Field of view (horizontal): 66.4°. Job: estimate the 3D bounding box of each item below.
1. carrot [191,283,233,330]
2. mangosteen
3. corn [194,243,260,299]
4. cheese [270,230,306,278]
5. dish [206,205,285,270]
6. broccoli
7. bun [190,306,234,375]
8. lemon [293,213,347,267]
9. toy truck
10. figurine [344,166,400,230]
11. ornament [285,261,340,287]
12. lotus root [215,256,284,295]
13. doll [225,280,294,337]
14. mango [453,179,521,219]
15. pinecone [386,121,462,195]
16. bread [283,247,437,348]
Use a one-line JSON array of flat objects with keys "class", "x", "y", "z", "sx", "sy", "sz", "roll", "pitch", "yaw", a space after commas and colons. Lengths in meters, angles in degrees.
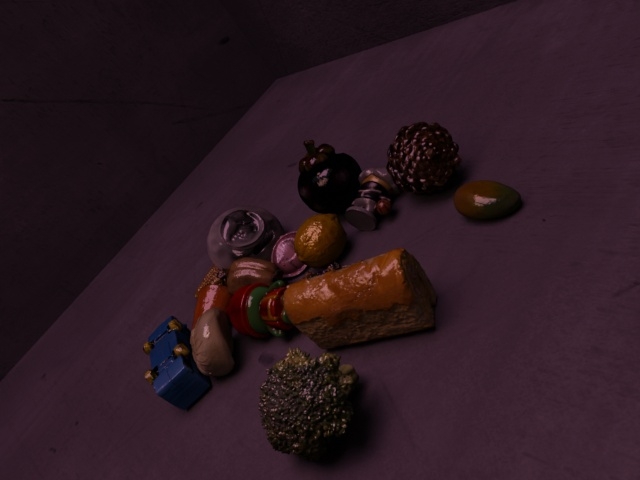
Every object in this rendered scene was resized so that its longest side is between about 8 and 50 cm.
[{"class": "carrot", "x": -0.403, "y": 0.287, "z": 1.811, "sx": 0.159, "sy": 0.159, "sz": 0.225, "roll": -18, "pitch": 42, "yaw": 33}, {"class": "mangosteen", "x": 0.020, "y": -0.253, "z": 1.878, "sx": 0.275, "sy": 0.302, "sz": 0.275, "roll": -29, "pitch": 17, "yaw": 10}, {"class": "corn", "x": -0.384, "y": 0.117, "z": 2.036, "sx": 0.363, "sy": 0.120, "sz": 0.120, "roll": -53, "pitch": 33, "yaw": -16}, {"class": "cheese", "x": -0.135, "y": 0.078, "z": 1.833, "sx": 0.286, "sy": 0.074, "sz": 0.189, "roll": -51, "pitch": 52, "yaw": 5}, {"class": "dish", "x": -0.307, "y": -0.024, "z": 1.958, "sx": 0.324, "sy": 0.124, "sz": 0.324, "roll": -1, "pitch": 59, "yaw": 2}, {"class": "broccoli", "x": -0.031, "y": 0.385, "z": 1.188, "sx": 0.288, "sy": 0.235, "sz": 0.260, "roll": -10, "pitch": 41, "yaw": 47}, {"class": "bun", "x": -0.369, "y": 0.346, "z": 1.644, "sx": 0.145, "sy": 0.229, "sz": 0.229, "roll": -17, "pitch": 33, "yaw": 0}, {"class": "lemon", "x": -0.001, "y": 0.002, "z": 1.709, "sx": 0.181, "sy": 0.180, "sz": 0.193, "roll": -12, "pitch": 38, "yaw": 39}, {"class": "toy truck", "x": -0.519, "y": 0.423, "z": 1.745, "sx": 0.161, "sy": 0.162, "sz": 0.385, "roll": -43, "pitch": 30, "yaw": -4}, {"class": "figurine", "x": 0.196, "y": -0.161, "z": 1.743, "sx": 0.176, "sy": 0.133, "sz": 0.236, "roll": 3, "pitch": 54, "yaw": 38}, {"class": "ornament", "x": -0.021, "y": 0.135, "z": 1.668, "sx": 0.203, "sy": 0.088, "sz": 0.081, "roll": -30, "pitch": 6, "yaw": -6}, {"class": "lotus root", "x": -0.250, "y": 0.139, "z": 1.782, "sx": 0.257, "sy": 0.140, "sz": 0.154, "roll": 0, "pitch": 69, "yaw": 27}, {"class": "doll", "x": -0.220, "y": 0.235, "z": 1.643, "sx": 0.363, "sy": 0.160, "sz": 0.182, "roll": -12, "pitch": 80, "yaw": 50}, {"class": "mango", "x": 0.481, "y": -0.118, "z": 1.422, "sx": 0.195, "sy": 0.092, "sz": 0.130, "roll": 2, "pitch": 48, "yaw": 37}, {"class": "pinecone", "x": 0.327, "y": -0.267, "z": 1.633, "sx": 0.257, "sy": 0.243, "sz": 0.243, "roll": -5, "pitch": 45, "yaw": 57}, {"class": "bread", "x": 0.101, "y": 0.162, "z": 1.330, "sx": 0.375, "sy": 0.236, "sz": 0.165, "roll": -21, "pitch": 34, "yaw": 30}]
